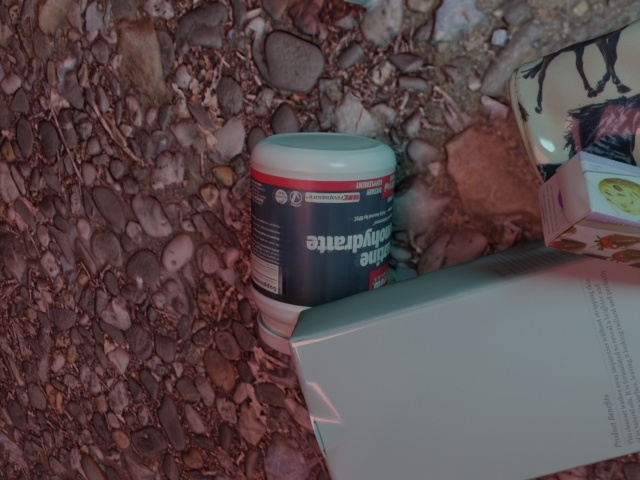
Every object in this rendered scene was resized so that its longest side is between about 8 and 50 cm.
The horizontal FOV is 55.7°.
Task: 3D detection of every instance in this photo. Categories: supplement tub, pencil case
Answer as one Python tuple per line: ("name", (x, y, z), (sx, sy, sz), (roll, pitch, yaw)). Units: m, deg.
("supplement tub", (0.000, 0.000, 0.821), (0.191, 0.191, 0.272), (13, 111, 30))
("pencil case", (0.391, -0.139, 0.537), (0.410, 0.160, 0.184), (-14, 86, 35))

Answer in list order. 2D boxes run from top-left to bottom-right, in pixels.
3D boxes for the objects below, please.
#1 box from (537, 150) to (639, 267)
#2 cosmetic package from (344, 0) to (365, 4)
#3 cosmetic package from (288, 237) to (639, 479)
("box", (0.352, -0.002, 0.540), (0.323, 0.067, 0.063), (13, 149, -12))
("cosmetic package", (-0.016, -0.418, 0.785), (0.239, 0.060, 0.099), (44, 124, 15))
("cosmetic package", (0.178, 0.137, 0.667), (0.384, 0.156, 0.217), (-15, 96, 7))
